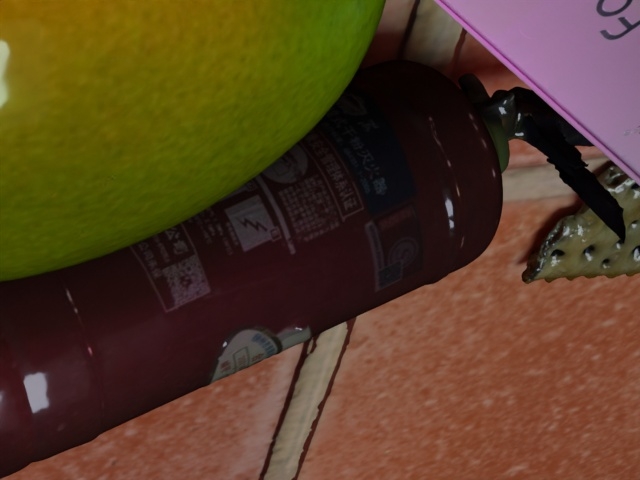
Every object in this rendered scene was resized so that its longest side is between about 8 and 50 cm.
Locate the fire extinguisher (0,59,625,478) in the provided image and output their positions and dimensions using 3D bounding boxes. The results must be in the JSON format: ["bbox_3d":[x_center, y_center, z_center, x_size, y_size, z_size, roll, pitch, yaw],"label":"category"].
[{"bbox_3d":[0.000,0.000,0.721,0.344,0.138,0.102,-22,136,-23],"label":"fire extinguisher"}]

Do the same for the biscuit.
[{"bbox_3d":[0.223,-0.028,0.941,0.203,0.016,0.144,-2,141,-29],"label":"biscuit"}]

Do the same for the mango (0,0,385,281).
[{"bbox_3d":[-0.106,-0.066,0.584,0.273,0.149,0.185,0,138,-37],"label":"mango"}]

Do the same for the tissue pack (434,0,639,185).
[{"bbox_3d":[0.076,-0.134,0.598,0.092,0.148,0.246,-35,142,19],"label":"tissue pack"}]
